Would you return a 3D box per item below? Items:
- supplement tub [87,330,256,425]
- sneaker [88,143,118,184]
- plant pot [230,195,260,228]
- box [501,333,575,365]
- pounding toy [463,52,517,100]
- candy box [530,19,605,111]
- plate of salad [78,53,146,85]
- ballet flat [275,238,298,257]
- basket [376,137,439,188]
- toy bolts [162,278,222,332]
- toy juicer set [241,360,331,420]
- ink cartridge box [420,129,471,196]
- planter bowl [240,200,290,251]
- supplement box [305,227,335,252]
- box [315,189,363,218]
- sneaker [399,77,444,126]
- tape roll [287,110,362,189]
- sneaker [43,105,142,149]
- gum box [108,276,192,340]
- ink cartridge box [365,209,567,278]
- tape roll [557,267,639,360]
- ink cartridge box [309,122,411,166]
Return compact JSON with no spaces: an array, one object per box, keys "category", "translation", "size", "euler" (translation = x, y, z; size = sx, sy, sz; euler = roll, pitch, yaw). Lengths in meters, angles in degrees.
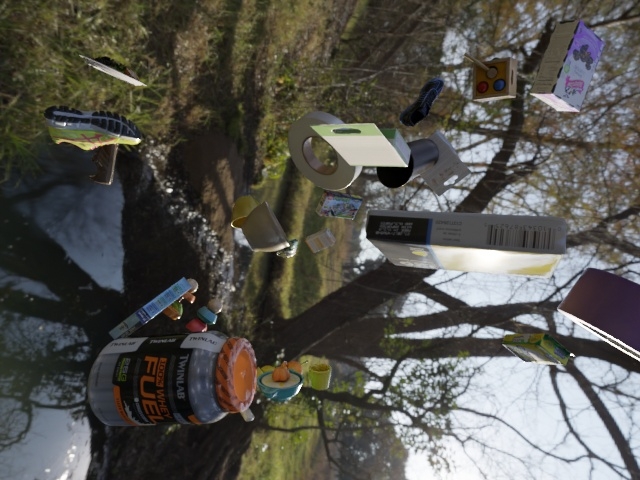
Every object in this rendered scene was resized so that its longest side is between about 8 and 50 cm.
[{"category":"supplement tub","translation":[-0.315,0.301,0.898],"size":[0.193,0.317,0.193],"euler":[-8,90,-78]},{"category":"sneaker","translation":[-0.716,-0.281,1.345],"size":[0.066,0.071,0.188],"euler":[-146,-112,-67]},{"category":"plant pot","translation":[-0.276,-0.112,1.539],"size":[0.134,0.135,0.095],"euler":[98,-18,-72]},{"category":"box","translation":[0.644,0.322,1.210],"size":[0.043,0.105,0.179],"euler":[-54,-174,-23]},{"category":"pounding toy","translation":[0.522,-0.510,1.257],"size":[0.100,0.130,0.141],"euler":[-17,108,-47]},{"category":"candy box","translation":[0.696,-0.483,1.148],"size":[0.070,0.165,0.196],"euler":[31,-71,53]},{"category":"plate of salad","translation":[-0.648,-0.543,1.284],"size":[0.200,0.200,0.048],"euler":[-86,-160,-81]},{"category":"ballet flat","translation":[-0.121,0.031,1.501],"size":[0.188,0.070,0.070],"euler":[171,-73,-69]},{"category":"basket","translation":[0.368,-0.328,1.659],"size":[0.154,0.227,0.204],"euler":[54,-36,10]},{"category":"toy bolts","translation":[-0.507,0.254,1.614],"size":[0.158,0.229,0.218],"euler":[-52,180,-14]},{"category":"toy juicer set","translation":[-0.142,0.402,1.187],"size":[0.329,0.209,0.089],"euler":[-4,96,-46]},{"category":"ink cartridge box","translation":[0.518,-0.339,1.798],"size":[0.189,0.232,0.066],"euler":[-41,-173,39]},{"category":"planter bowl","translation":[-0.182,-0.029,1.286],"size":[0.161,0.109,0.162],"euler":[62,0,0]},{"category":"supplement box","translation":[0.000,0.000,1.587],"size":[0.062,0.099,0.036],"euler":[57,25,-23]},{"category":"box","translation":[0.087,-0.161,1.859],"size":[0.036,0.207,0.114],"euler":[52,-53,42]},{"category":"sneaker","translation":[0.427,-0.556,1.658],"size":[0.232,0.081,0.090],"euler":[-50,-148,11]},{"category":"tape roll","translation":[0.015,-0.415,1.920],"size":[0.072,0.392,0.391],"euler":[-48,159,-33]},{"category":"sneaker","translation":[-0.553,-0.263,1.002],"size":[0.094,0.209,0.081],"euler":[-58,-142,40]},{"category":"gum box","translation":[-0.465,0.189,1.121],"size":[0.157,0.041,0.184],"euler":[-32,-171,34]},{"category":"ink cartridge box","translation":[0.273,0.021,0.774],"size":[0.307,0.304,0.072],"euler":[36,61,-60]},{"category":"tape roll","translation":[0.459,0.122,0.591],"size":[0.080,0.189,0.189],"euler":[-58,-176,7]},{"category":"ink cartridge box","translation":[0.105,-0.250,1.002],"size":[0.235,0.171,0.056],"euler":[30,71,-57]}]
